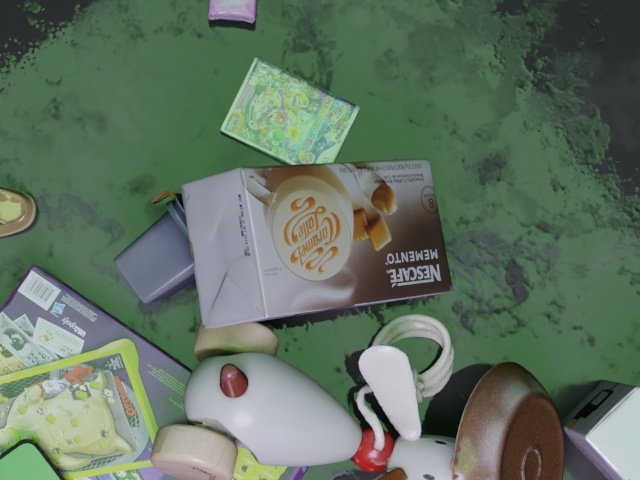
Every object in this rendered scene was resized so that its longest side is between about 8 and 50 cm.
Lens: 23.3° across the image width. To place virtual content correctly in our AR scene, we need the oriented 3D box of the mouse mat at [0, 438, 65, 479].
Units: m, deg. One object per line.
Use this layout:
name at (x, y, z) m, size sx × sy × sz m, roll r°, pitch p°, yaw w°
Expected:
mouse mat at (-0.312, 0.302, 1.529) m, size 0.189 × 0.007 × 0.153 m, roll -36°, pitch 93°, yaw 11°

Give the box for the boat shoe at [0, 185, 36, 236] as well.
boat shoe at (-0.366, -0.034, 1.565) m, size 0.153 × 0.048 × 0.056 m, roll 7°, pitch 85°, yaw -2°

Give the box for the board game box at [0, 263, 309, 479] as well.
board game box at (-0.205, 0.205, 1.553) m, size 0.346 × 0.056 × 0.208 m, roll 35°, pitch 81°, yaw 1°

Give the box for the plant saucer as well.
plant saucer at (0.191, 0.218, 1.500) m, size 0.036 × 0.198 × 0.199 m, roll 3°, pitch 84°, yaw 34°

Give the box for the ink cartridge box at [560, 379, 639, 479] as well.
ink cartridge box at (0.310, 0.207, 1.508) m, size 0.072 × 0.175 × 0.127 m, roll -43°, pitch 88°, yaw -2°

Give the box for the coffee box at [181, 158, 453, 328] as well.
coffee box at (0.000, 0.000, 1.487) m, size 0.246 × 0.098 × 0.141 m, roll -4°, pitch 84°, yaw -42°

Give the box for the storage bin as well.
storage bin at (-0.148, 0.008, 1.534) m, size 0.091 × 0.135 × 0.098 m, roll -36°, pitch 87°, yaw 5°

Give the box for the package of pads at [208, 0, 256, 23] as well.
package of pads at (-0.089, -0.267, 1.604) m, size 0.050 × 0.032 × 0.083 m, roll 5°, pitch 85°, yaw -5°

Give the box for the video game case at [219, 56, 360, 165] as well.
video game case at (-0.032, -0.126, 1.605) m, size 0.122 × 0.011 × 0.087 m, roll 26°, pitch 84°, yaw 0°

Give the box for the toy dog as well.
toy dog at (0.006, 0.167, 1.470) m, size 0.333 × 0.161 × 0.220 m, roll -3°, pitch 74°, yaw -11°
